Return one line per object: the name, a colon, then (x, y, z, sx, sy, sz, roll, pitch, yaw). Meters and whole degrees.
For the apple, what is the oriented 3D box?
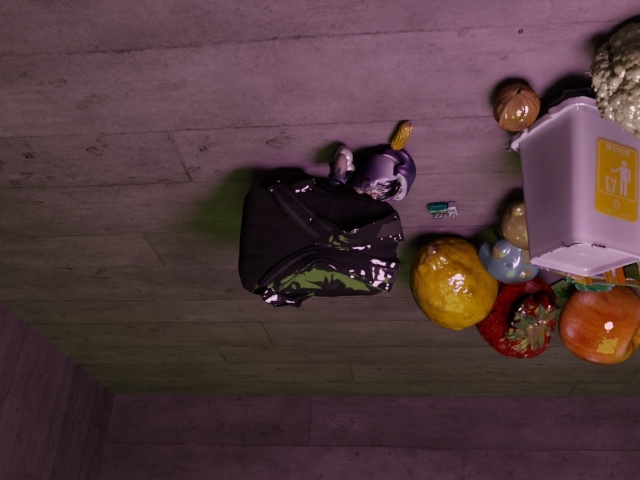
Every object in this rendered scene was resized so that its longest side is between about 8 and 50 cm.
apple: (0.923, 0.266, 2.148, 0.233, 0.286, 0.286, 34, 175, 43)

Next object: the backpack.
backpack: (0.000, 0.000, 1.768, 0.445, 0.364, 0.255, 2, -178, 5)

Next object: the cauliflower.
cauliflower: (0.688, -0.313, 1.340, 0.272, 0.275, 0.250, -24, 177, 11)

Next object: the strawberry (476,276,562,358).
strawberry: (0.651, 0.232, 2.224, 0.291, 0.310, 0.292, -3, 117, -5)

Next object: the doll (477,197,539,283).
doll: (0.574, -0.008, 1.866, 0.176, 0.162, 0.261, 1, 129, -19)

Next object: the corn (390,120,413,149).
corn: (0.201, -0.257, 1.628, 0.037, 0.037, 0.092, 9, 147, -10)

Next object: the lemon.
lemon: (0.414, 0.127, 2.058, 0.285, 0.285, 0.316, 2, 122, 1)

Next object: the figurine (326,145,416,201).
figurine: (0.134, -0.181, 1.696, 0.222, 0.146, 0.145, 14, 148, -10)

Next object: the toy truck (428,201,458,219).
toy truck: (0.354, -0.089, 1.903, 0.083, 0.039, 0.044, -5, 135, 15)

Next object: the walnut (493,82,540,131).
walnut: (0.436, -0.295, 1.480, 0.105, 0.105, 0.124, 3, 151, -1)

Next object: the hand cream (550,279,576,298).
hand cream: (0.884, 0.183, 2.320, 0.174, 0.046, 0.095, 17, 149, -21)

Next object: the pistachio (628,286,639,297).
pistachio: (1.095, 0.184, 2.256, 0.185, 0.126, 0.108, -8, -172, 15)

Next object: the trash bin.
trash bin: (0.578, -0.116, 1.497, 0.255, 0.368, 0.296, 13, 160, -19)

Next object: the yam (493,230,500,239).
yam: (0.559, -0.001, 2.060, 0.014, 0.014, 0.107, -13, 146, 26)

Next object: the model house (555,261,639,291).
model house: (0.814, 0.026, 1.948, 0.312, 0.243, 0.357, 4, 156, 33)
